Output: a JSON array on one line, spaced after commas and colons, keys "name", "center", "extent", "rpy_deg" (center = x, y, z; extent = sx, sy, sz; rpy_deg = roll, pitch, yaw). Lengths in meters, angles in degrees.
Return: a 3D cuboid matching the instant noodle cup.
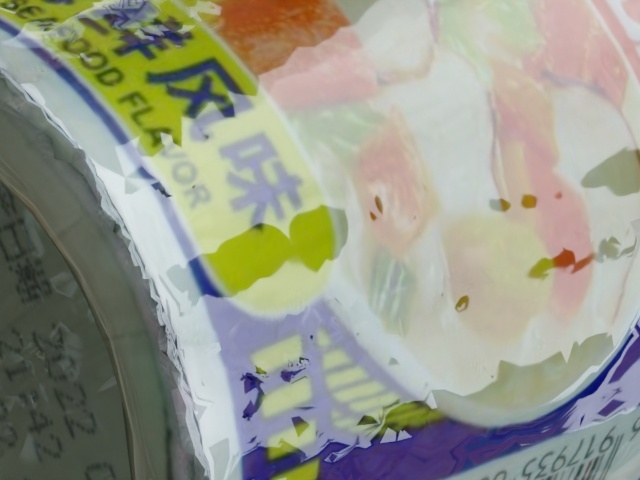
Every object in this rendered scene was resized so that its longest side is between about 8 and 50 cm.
[{"name": "instant noodle cup", "center": [0.000, 0.000, 0.564], "extent": [0.284, 0.312, 0.284], "rpy_deg": [16, -65, 37]}]
